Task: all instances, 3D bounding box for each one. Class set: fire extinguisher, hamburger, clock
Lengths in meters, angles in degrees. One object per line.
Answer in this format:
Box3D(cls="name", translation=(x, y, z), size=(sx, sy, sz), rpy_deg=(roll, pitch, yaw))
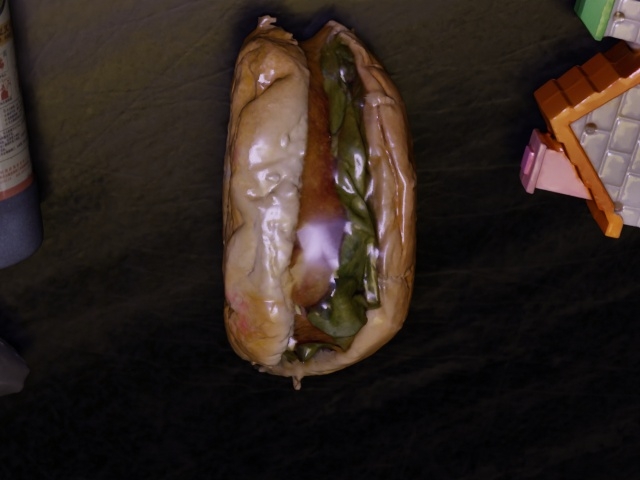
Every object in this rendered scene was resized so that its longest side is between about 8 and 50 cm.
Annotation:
Box3D(cls="fire extinguisher", translation=(-0.310, -0.152, 1.239), size=(0.113, 0.200, 0.376), rpy_deg=(5, 113, 21))
Box3D(cls="hamburger", translation=(-0.002, 0.001, 1.323), size=(0.162, 0.209, 0.330), rpy_deg=(4, 114, -8))
Box3D(cls="clock", translation=(0.312, -0.096, 1.378), size=(0.255, 0.106, 0.220), rpy_deg=(13, 110, -7))

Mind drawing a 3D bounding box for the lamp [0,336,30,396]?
Box3D(cls="lamp", translation=(-0.372, 0.083, 1.372), size=(0.250, 0.101, 0.101), rpy_deg=(19, 110, -21))
